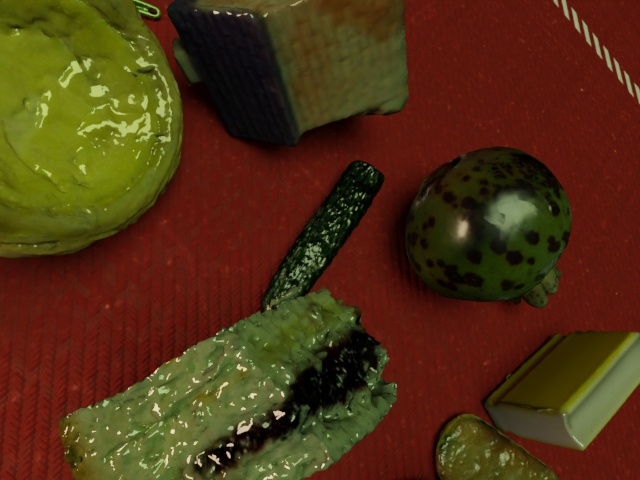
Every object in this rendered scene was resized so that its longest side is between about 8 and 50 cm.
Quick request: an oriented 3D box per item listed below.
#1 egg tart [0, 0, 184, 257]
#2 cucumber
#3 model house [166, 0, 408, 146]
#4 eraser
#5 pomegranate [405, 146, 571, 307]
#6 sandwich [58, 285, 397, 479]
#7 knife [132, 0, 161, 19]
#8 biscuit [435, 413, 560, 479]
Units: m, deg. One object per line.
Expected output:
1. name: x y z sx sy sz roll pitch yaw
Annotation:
1. egg tart: -0.315 -0.149 0.455 0.345 0.133 0.344 -8 100 -56
2. cucumber: 0.000 0.000 0.637 0.068 0.067 0.293 39 67 -9
3. model house: -0.064 -0.308 0.619 0.280 0.245 0.312 -20 56 1
4. eraser: 0.386 0.225 0.685 0.226 0.158 0.069 -28 90 -26
5. pomegranate: 0.259 0.012 0.674 0.242 0.242 0.305 -39 123 -25
6. sandwich: -0.075 0.161 0.421 0.262 0.325 0.131 -25 77 -25
7. knife: -0.323 -0.355 0.617 0.184 0.026 0.022 12 112 -21
8. biscuit: 0.279 0.368 0.679 0.247 0.029 0.118 37 73 -10
